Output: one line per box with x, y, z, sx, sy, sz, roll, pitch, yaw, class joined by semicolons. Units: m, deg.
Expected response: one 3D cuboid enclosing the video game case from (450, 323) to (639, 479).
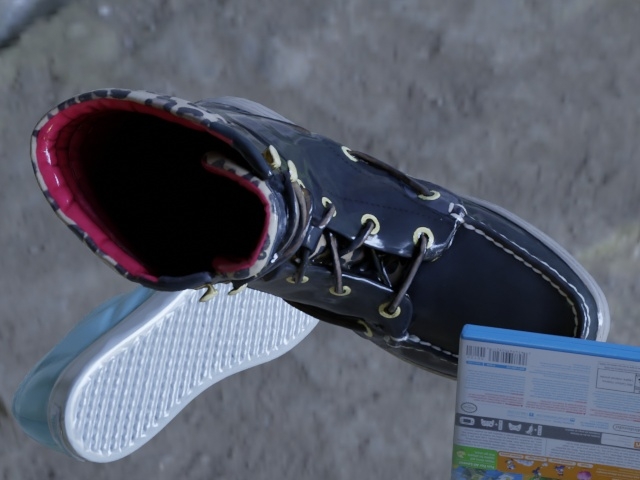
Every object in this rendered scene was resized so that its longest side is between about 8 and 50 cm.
0.137;0.130;1.113;0.119;0.166;0.015;7;29;10;video game case

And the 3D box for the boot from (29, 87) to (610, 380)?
0.000;0.000;1.296;0.377;0.284;0.138;31;100;18;boot

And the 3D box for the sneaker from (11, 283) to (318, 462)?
-0.147;0.078;1.797;0.366;0.135;0.150;-31;25;-36;sneaker
